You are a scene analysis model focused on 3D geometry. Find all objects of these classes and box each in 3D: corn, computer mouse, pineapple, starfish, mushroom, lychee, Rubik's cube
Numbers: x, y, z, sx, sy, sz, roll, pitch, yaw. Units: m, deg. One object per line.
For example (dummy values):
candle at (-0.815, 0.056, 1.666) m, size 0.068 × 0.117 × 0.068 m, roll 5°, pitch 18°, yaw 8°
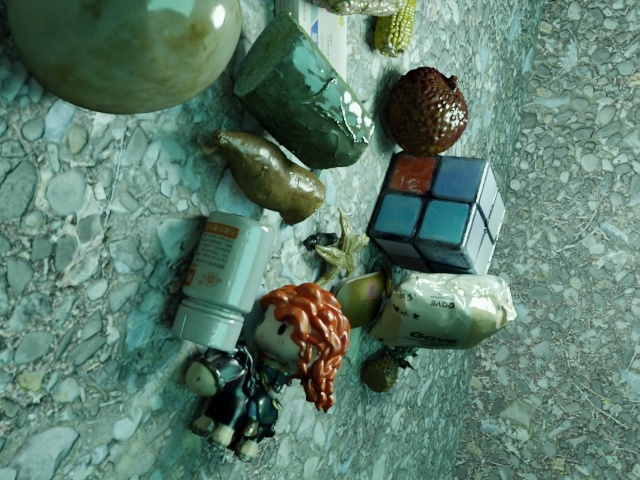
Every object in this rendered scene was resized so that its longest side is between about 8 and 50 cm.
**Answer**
corn at (0.212, -0.658, 1.506) m, size 0.106 × 0.106 × 0.304 m, roll 12°, pitch 85°, yaw -58°
computer mouse at (0.129, 0.176, 1.672) m, size 0.310 × 0.072 × 0.158 m, roll -7°, pitch 108°, yaw -58°
pineapple at (0.251, 0.418, 1.910) m, size 0.277 × 0.130 × 0.118 m, roll -30°, pitch 95°, yaw -48°
corn at (0.097, -0.561, 1.213) m, size 0.335 × 0.127 × 0.126 m, roll -31°, pitch 125°, yaw -54°
starfish at (0.051, 0.038, 1.494) m, size 0.236 × 0.062 × 0.277 m, roll -40°, pitch 148°, yaw -27°
mushroom at (-0.257, -0.325, 0.730) m, size 0.298 × 0.298 × 0.289 m, roll -17°, pitch 90°, yaw -55°
lychee at (0.317, -0.381, 1.634) m, size 0.261 × 0.261 × 0.260 m, roll -25°, pitch 121°, yaw -52°
Rubik's cube at (0.383, -0.071, 1.757) m, size 0.313 × 0.319 × 0.315 m, roll 42°, pitch 63°, yaw -55°

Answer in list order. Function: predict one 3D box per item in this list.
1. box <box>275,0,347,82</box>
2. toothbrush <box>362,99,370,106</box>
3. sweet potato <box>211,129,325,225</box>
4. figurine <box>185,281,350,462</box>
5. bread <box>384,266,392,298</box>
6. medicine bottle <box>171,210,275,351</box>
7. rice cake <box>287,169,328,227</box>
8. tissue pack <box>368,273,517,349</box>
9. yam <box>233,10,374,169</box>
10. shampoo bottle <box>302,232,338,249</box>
box at (-0.017, -0.418, 1.248) m, size 0.200 × 0.065 × 0.343 m, roll -24°, pitch 120°, yaw -52°
toothbrush at (0.081, -0.338, 1.475) m, size 0.204 × 0.017 × 0.022 m, roll -47°, pitch 126°, yaw -39°
sweet potato at (-0.121, -0.140, 1.117) m, size 0.337 × 0.131 × 0.131 m, roll 31°, pitch 74°, yaw -53°
figurine at (-0.114, 0.283, 1.212) m, size 0.412 × 0.241 × 0.306 m, roll -31°, pitch 103°, yaw -29°
bread at (0.224, 0.141, 1.817) m, size 0.110 × 0.025 × 0.109 m, roll 1°, pitch 90°, yaw -87°
medicine bottle at (-0.188, 0.079, 1.064) m, size 0.144 × 0.145 × 0.251 m, roll 30°, pitch 73°, yaw -57°
rice cake at (-0.030, -0.118, 1.356) m, size 0.207 × 0.033 × 0.033 m, roll -63°, pitch 147°, yaw -23°
tissue pack at (0.363, 0.223, 1.697) m, size 0.390 × 0.376 × 0.194 m, roll 102°, pitch -10°, yaw -60°
yam at (-0.030, -0.275, 1.099) m, size 0.201 × 0.202 × 0.271 m, roll -43°, pitch 123°, yaw 18°
shampoo bottle at (0.000, 0.000, 1.447) m, size 0.137 × 0.027 × 0.048 m, roll -10°, pitch 117°, yaw -56°
